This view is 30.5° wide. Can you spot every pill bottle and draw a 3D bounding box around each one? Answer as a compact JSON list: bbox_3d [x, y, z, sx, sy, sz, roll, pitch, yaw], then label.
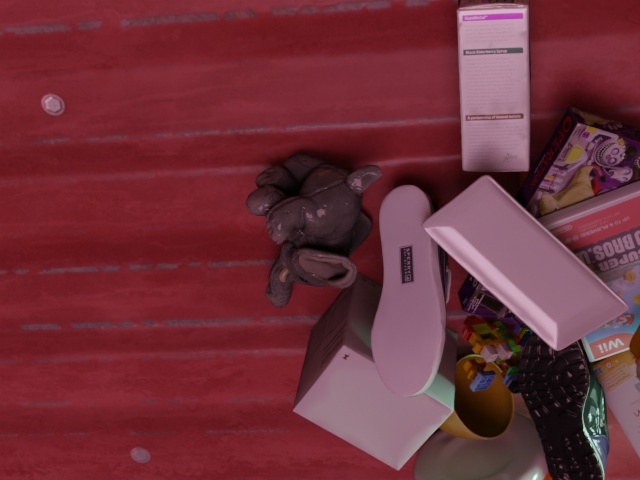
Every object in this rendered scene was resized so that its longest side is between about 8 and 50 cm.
[{"bbox_3d":[0.309,0.492,1.900,0.224,0.224,0.392,-14,116,16],"label":"pill bottle"}]

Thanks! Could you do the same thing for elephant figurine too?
[{"bbox_3d":[0.000,0.000,1.723,0.169,0.186,0.239,-37,130,-20],"label":"elephant figurine"}]

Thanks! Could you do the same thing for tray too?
[{"bbox_3d":[0.279,0.028,1.596,0.270,0.030,0.145,42,135,-8],"label":"tray"}]

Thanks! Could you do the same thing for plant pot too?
[{"bbox_3d":[0.223,0.256,1.844,0.134,0.134,0.095,42,141,-15],"label":"plant pot"}]

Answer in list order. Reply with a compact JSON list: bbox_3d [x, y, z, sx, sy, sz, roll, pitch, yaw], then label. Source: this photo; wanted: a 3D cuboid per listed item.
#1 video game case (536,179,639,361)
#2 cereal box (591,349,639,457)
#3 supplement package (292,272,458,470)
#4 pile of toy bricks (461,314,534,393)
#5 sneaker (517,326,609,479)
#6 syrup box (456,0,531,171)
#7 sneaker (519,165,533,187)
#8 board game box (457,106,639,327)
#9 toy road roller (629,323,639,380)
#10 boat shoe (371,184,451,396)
[{"bbox_3d":[0.436,0.042,1.651,0.204,0.025,0.285,-21,128,11],"label":"video game case"},{"bbox_3d":[0.539,0.255,1.768,0.173,0.047,0.240,-35,78,23],"label":"cereal box"},{"bbox_3d":[0.087,0.196,1.774,0.194,0.203,0.149,31,119,-9],"label":"supplement package"},{"bbox_3d":[0.279,0.158,1.781,0.212,0.105,0.118,-3,132,-38],"label":"pile of toy bricks"},{"bbox_3d":[0.371,0.228,1.751,0.107,0.124,0.283,-1,116,29],"label":"sneaker"},{"bbox_3d":[0.235,-0.218,1.576,0.096,0.093,0.236,0,120,9],"label":"syrup box"},{"bbox_3d":[0.304,-0.027,1.693,0.067,0.064,0.175,-10,118,10],"label":"sneaker"},{"bbox_3d":[0.360,-0.012,1.644,0.208,0.056,0.346,11,127,-19],"label":"board game box"},{"bbox_3d":[0.608,0.107,1.593,0.241,0.202,0.329,4,122,-33],"label":"toy road roller"},{"bbox_3d":[0.138,0.076,1.670,0.108,0.301,0.102,-10,162,27],"label":"boat shoe"}]
